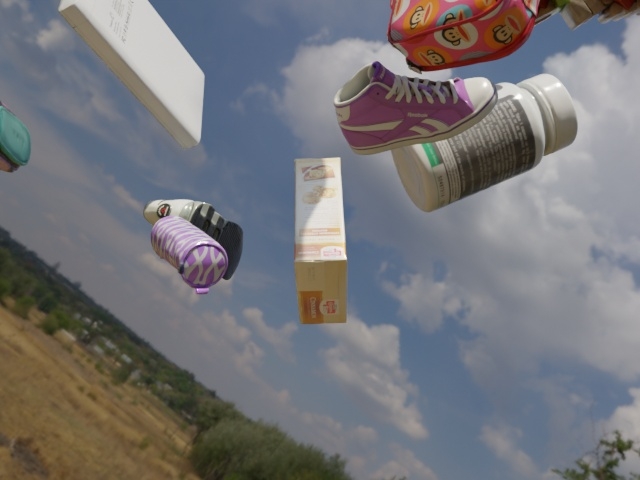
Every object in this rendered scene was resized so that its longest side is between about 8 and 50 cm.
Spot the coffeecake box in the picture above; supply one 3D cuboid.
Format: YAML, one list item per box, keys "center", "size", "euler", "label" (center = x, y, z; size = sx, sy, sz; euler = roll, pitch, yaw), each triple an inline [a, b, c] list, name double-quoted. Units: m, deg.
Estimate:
- center: [0.000, 0.000, 0.848]
  size: [0.068, 0.186, 0.142]
  euler: [-2, -41, 0]
  label: "coffeecake box"

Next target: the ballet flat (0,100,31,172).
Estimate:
- center: [-0.311, -0.110, 0.528]
  size: [0.079, 0.077, 0.221]
  euler: [1, -9, -16]
  label: "ballet flat"

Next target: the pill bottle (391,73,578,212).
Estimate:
- center: [0.352, -0.218, 1.331]
  size: [0.204, 0.360, 0.204]
  euler: [157, -90, -86]
  label: "pill bottle"

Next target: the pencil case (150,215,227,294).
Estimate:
- center: [-0.228, 0.020, 1.045]
  size: [0.206, 0.086, 0.088]
  euler: [31, -60, 57]
  label: "pencil case"

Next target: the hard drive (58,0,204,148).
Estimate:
- center: [-0.345, -0.374, 1.184]
  size: [0.047, 0.233, 0.353]
  euler: [-19, -39, 18]
  label: "hard drive"

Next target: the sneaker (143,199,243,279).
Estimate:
- center: [-0.273, -0.013, 1.342]
  size: [0.146, 0.123, 0.330]
  euler: [14, -19, 18]
  label: "sneaker"

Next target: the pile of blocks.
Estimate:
- center: [0.465, -0.429, 1.021]
  size: [0.361, 0.149, 0.112]
  euler: [-1, 9, 10]
  label: "pile of blocks"

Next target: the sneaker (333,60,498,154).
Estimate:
- center: [0.161, -0.250, 1.059]
  size: [0.282, 0.102, 0.161]
  euler: [-17, -41, 11]
  label: "sneaker"

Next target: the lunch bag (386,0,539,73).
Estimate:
- center: [0.216, -0.413, 0.955]
  size: [0.258, 0.293, 0.120]
  euler: [2, -21, 46]
  label: "lunch bag"
